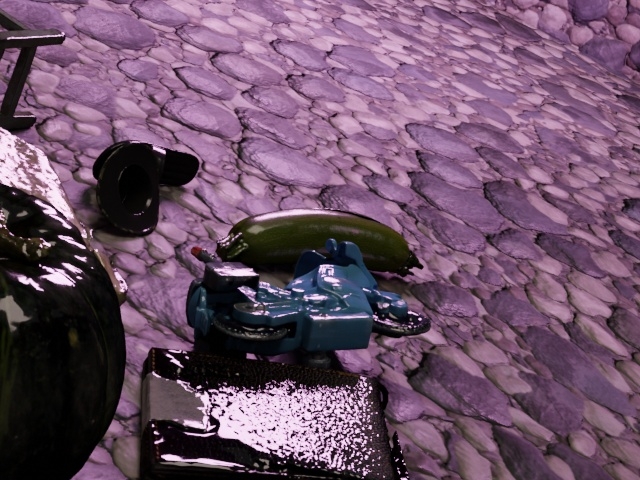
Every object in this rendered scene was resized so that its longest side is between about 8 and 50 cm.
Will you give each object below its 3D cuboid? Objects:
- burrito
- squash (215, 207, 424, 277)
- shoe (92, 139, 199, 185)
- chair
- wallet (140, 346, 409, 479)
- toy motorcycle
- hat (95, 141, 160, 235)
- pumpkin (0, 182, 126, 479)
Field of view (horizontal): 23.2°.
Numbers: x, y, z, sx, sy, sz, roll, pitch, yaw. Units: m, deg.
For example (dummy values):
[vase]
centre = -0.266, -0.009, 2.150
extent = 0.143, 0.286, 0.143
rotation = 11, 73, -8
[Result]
[burrito]
centre = -0.336, -0.032, 1.664
extent = 0.175, 0.107, 0.348
rotation = 20, 21, -47
[squash]
centre = -0.002, -0.002, 1.923
extent = 0.318, 0.071, 0.080
rotation = 4, 31, -36
[shoe]
centre = -0.206, -0.085, 1.934
extent = 0.159, 0.062, 0.053
rotation = 2, 34, -46
[chair]
centre = -0.457, -0.214, 1.874
extent = 0.136, 0.147, 0.270
rotation = 35, 25, 23
[wallet]
centre = -0.044, 0.185, 1.518
extent = 0.262, 0.071, 0.221
rotation = 11, 27, -11
[toy motorcycle]
centre = -0.026, 0.070, 1.692
extent = 0.272, 0.124, 0.182
rotation = 0, 19, -31
[hat]
centre = -0.234, -0.058, 1.850
extent = 0.050, 0.121, 0.121
rotation = -8, 6, 34
[pumpkin]
centre = -0.314, 0.082, 1.272
extent = 0.323, 0.241, 0.323
rotation = 14, 23, -6
